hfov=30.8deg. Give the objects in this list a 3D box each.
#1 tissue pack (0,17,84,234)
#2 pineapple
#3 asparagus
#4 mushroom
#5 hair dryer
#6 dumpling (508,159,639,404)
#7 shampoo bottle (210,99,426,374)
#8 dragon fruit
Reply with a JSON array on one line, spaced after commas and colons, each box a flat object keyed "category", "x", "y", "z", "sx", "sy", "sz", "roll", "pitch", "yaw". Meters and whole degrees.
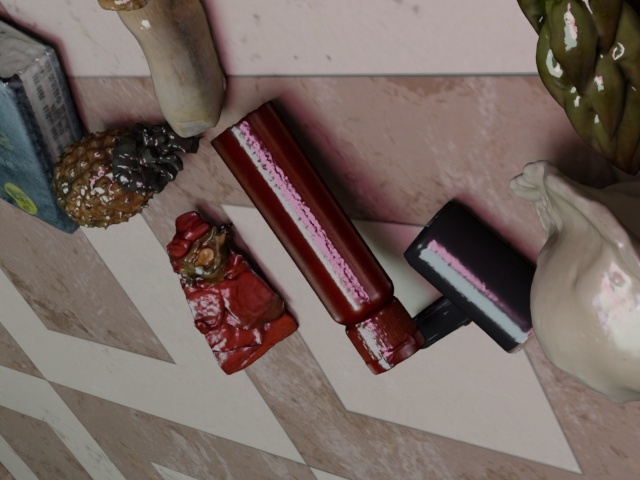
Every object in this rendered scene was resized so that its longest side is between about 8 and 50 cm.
[{"category": "tissue pack", "x": -0.355, "y": -0.141, "z": 1.310, "sx": 0.185, "sy": 0.081, "sz": 0.257, "roll": 27, "pitch": 149, "yaw": 23}, {"category": "pineapple", "x": -0.194, "y": -0.078, "z": 1.206, "sx": 0.198, "sy": 0.108, "sz": 0.108, "roll": -21, "pitch": 116, "yaw": 43}, {"category": "asparagus", "x": 0.156, "y": -0.152, "z": 0.709, "sx": 0.080, "sy": 0.080, "sz": 0.287, "roll": 10, "pitch": 140, "yaw": 42}, {"category": "mushroom", "x": -0.131, "y": -0.166, "z": 1.023, "sx": 0.071, "sy": 0.084, "sz": 0.209, "roll": 45, "pitch": 162, "yaw": 39}, {"category": "hair dryer", "x": 0.108, "y": 0.056, "z": 1.067, "sx": 0.128, "sy": 0.070, "sz": 0.255, "roll": 42, "pitch": 155, "yaw": -2}, {"category": "dumpling", "x": 0.206, "y": 0.019, "z": 0.815, "sx": 0.193, "sy": 0.147, "sz": 0.258, "roll": 55, "pitch": 179, "yaw": -9}, {"category": "shampoo bottle", "x": 0.000, "y": 0.000, "z": 1.050, "sx": 0.260, "sy": 0.064, "sz": 0.102, "roll": 56, "pitch": 167, "yaw": -4}, {"category": "dragon fruit", "x": -0.099, "y": 0.041, "z": 1.301, "sx": 0.092, "sy": 0.122, "sz": 0.192, "roll": -20, "pitch": 119, "yaw": 13}]
